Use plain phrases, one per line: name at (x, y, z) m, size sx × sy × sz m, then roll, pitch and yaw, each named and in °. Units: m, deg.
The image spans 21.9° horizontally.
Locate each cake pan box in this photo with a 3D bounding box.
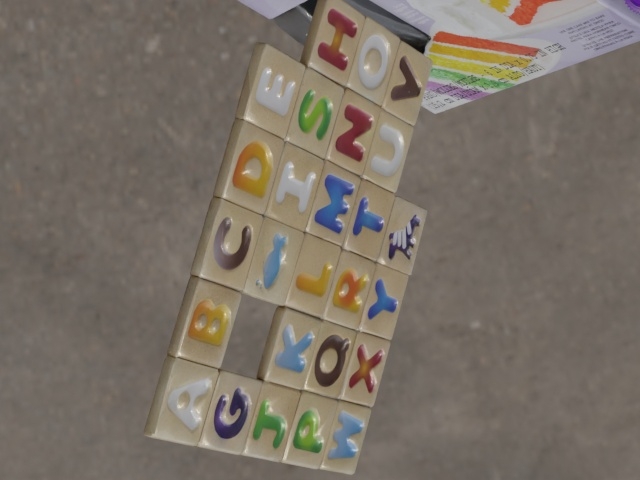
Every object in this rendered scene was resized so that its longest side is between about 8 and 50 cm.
cake pan box at (0.076, -0.197, 1.221) m, size 0.245 × 0.070 × 0.267 m, roll 29°, pitch 156°, yaw -29°

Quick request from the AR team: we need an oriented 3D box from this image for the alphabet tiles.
alphabet tiles at (0.000, 0.000, 0.871) m, size 0.009 × 0.237 × 0.198 m, roll 13°, pitch 175°, yaw 33°
